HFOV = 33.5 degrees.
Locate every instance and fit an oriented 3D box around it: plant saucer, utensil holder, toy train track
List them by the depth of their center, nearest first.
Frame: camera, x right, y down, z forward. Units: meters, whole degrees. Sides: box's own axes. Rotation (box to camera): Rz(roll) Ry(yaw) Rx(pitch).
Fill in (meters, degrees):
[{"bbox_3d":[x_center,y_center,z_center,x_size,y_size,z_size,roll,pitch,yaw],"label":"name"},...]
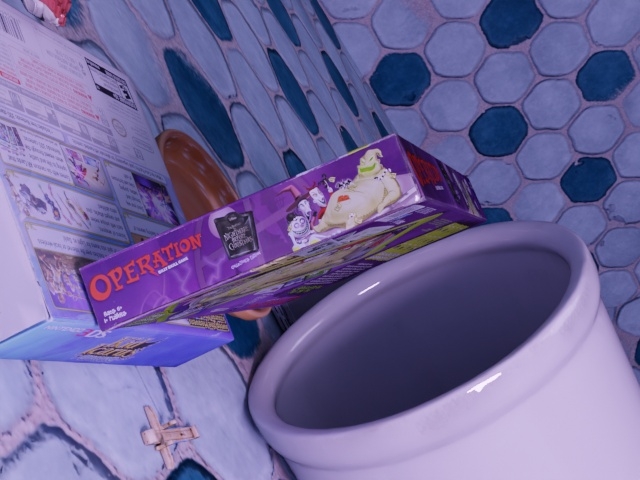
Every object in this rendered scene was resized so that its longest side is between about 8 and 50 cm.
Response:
[{"bbox_3d":[-0.105,0.140,0.775,0.048,0.014,0.083,66,12,14],"label":"toy train track"},{"bbox_3d":[0.164,0.228,0.988,0.385,0.327,0.327,62,12,-17],"label":"utensil holder"},{"bbox_3d":[-0.110,-0.011,1.014,0.200,0.037,0.200,57,15,-24],"label":"plant saucer"}]

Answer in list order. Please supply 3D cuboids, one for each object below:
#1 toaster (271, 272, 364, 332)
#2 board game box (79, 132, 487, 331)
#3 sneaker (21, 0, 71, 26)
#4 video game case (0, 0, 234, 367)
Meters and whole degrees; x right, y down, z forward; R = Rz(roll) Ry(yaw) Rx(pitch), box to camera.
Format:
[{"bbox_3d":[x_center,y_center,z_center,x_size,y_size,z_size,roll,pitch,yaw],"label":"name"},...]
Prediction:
[{"bbox_3d":[0.023,0.046,1.177,0.227,0.146,0.129,62,12,-6],"label":"toaster"},{"bbox_3d":[0.000,0.000,0.762,0.056,0.208,0.347,65,12,7],"label":"board game box"},{"bbox_3d":[-0.233,-0.221,0.784,0.092,0.088,0.225,2,27,-28],"label":"sneaker"},{"bbox_3d":[-0.176,-0.035,0.737,0.244,0.061,0.269,66,13,15],"label":"video game case"}]
